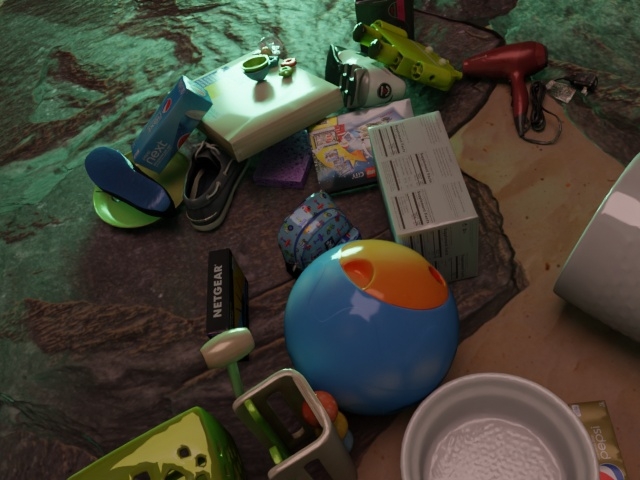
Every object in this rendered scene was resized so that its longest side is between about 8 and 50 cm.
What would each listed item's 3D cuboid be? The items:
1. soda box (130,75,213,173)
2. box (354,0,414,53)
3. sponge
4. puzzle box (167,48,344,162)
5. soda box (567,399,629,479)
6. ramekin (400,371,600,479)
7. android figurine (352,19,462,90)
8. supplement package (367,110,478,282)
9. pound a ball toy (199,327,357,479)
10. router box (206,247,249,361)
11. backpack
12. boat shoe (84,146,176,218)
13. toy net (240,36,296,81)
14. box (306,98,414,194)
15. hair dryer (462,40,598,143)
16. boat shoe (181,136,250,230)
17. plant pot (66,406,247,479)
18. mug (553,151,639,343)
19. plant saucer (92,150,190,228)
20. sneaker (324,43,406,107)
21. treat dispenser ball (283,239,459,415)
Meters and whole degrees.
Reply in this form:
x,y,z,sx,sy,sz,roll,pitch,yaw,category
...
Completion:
x,y,z,sx,sy,sz,roll,pitch,yaw,category
-0.330,-0.252,1.420,0.210,0.071,0.067,-47,41,19,soda box
0.156,-0.631,1.639,0.143,0.165,0.270,-6,56,7,box
-0.068,-0.213,1.490,0.117,0.031,0.210,8,58,17,sponge
-0.163,-0.327,1.492,0.272,0.052,0.409,-31,38,-15,puzzle box
0.429,0.344,0.990,0.058,0.061,0.181,-7,55,7,soda box
0.264,0.354,0.975,0.277,0.135,0.277,-6,55,8,ramekin
0.208,-0.419,1.468,0.272,0.056,0.248,8,36,-33,android figurine
0.196,-0.073,1.233,0.145,0.204,0.262,-13,55,5,supplement package
-0.043,0.267,0.988,0.135,0.319,0.208,-31,55,-9,pound a ball toy
-0.175,0.125,1.226,0.046,0.133,0.179,-10,56,7,router box
0.000,0.000,1.246,0.158,0.173,0.117,-42,58,-17,backpack
-0.425,-0.114,1.426,0.258,0.089,0.109,39,81,26,boat shoe
-0.119,-0.447,1.544,0.122,0.045,0.232,-12,37,9,toy net
0.097,-0.200,1.394,0.233,0.044,0.159,-12,86,4,box
0.447,-0.357,1.445,0.293,0.080,0.223,34,70,29,hair dryer
-0.238,-0.176,1.460,0.116,0.099,0.319,0,56,16,boat shoe
-0.216,0.420,0.989,0.227,0.228,0.207,-29,63,-8,plant pot
0.619,0.037,1.056,0.328,0.276,0.374,33,38,23,mug
-0.408,-0.119,1.498,0.241,0.037,0.241,-6,55,9,plant saucer
0.099,-0.373,1.493,0.146,0.122,0.330,-1,29,-15,sneaker
0.083,0.141,1.064,0.288,0.288,0.288,-6,56,9,treat dispenser ball
